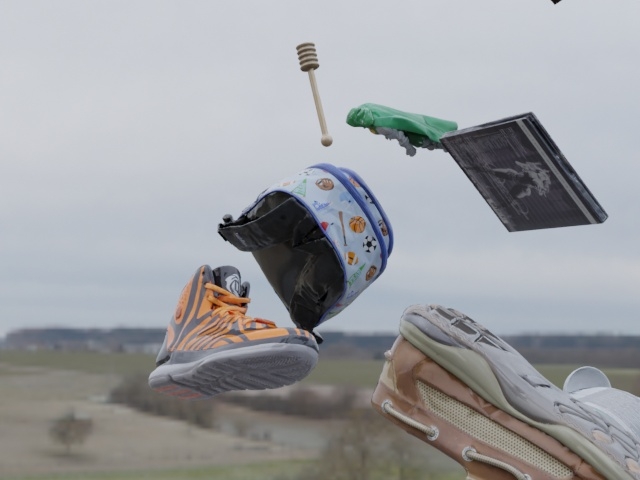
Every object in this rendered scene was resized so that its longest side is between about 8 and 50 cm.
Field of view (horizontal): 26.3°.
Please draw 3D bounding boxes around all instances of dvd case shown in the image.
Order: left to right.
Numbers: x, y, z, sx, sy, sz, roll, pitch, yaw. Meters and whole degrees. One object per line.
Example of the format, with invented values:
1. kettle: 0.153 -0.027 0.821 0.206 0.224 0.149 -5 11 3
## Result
1. dvd case: 0.253 -0.082 1.735 0.018 0.164 0.221 -43 13 -18

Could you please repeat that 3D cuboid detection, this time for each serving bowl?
1. serving bowl: 0.405 0.236 2.106 0.083 0.083 0.027 1 -11 -22

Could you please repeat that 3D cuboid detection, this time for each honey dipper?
1. honey dipper: -0.007 -0.213 2.014 0.030 0.161 0.030 -11 -14 -3

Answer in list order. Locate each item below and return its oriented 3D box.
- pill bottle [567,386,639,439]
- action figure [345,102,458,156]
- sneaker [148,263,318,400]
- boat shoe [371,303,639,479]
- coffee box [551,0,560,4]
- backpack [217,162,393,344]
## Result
1. pill bottle: 0.351 0.298 1.787 0.204 0.204 0.361 -2 -1 25
2. action figure: 0.135 -0.173 2.169 0.232 0.063 0.137 14 20 -35
3. sneaker: -0.121 0.111 1.896 0.321 0.180 0.124 -13 -31 44
4. boat shoe: 0.171 0.178 1.080 0.324 0.116 0.123 38 11 33
5. coffee box: 0.254 -0.409 1.585 0.141 0.098 0.246 -31 -49 28
6. backpack: 0.000 0.000 2.277 0.213 0.276 0.263 -38 -1 -23
